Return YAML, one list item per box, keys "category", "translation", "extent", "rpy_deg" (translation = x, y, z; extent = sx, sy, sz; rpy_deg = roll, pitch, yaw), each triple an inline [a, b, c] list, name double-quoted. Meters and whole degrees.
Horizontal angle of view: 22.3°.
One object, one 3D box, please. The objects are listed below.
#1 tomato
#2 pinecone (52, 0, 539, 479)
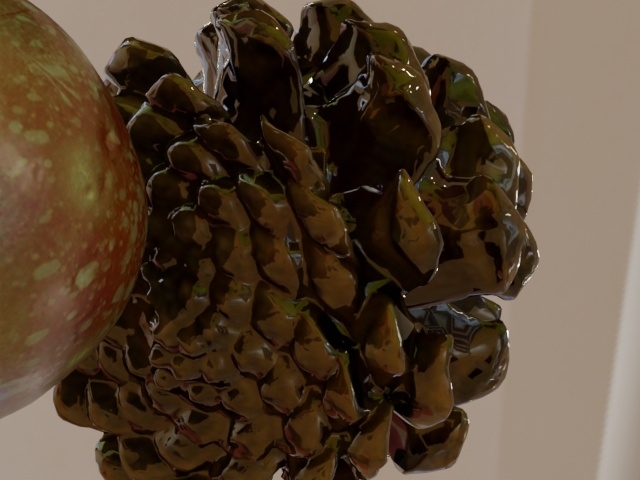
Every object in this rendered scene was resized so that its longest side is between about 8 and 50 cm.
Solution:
- category: "tomato"
  translation: [-0.238, -0.013, 0.900]
  extent: [0.270, 0.223, 0.270]
  rpy_deg: [5, -67, 11]
- category: "pinecone"
  translation: [0.000, 0.000, 1.116]
  extent: [0.384, 0.384, 0.384]
  rpy_deg: [29, -37, 25]
